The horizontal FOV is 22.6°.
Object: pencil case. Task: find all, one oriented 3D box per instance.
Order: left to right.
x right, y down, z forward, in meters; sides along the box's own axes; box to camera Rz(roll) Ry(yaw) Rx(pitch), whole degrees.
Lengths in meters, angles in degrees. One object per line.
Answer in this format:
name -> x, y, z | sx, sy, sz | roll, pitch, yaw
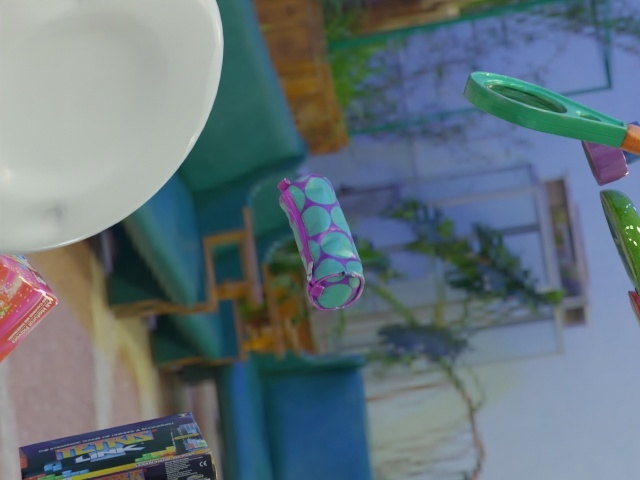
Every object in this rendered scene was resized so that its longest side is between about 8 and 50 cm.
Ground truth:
pencil case -> 0.000, 0.000, 1.793 | 0.064, 0.070, 0.151 | -48, -134, 35

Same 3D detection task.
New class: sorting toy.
sorting toy -> 0.397, 0.002, 1.806 | 0.127, 0.126, 0.365 | -102, 170, -54

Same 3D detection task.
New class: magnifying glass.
magnifying glass -> 0.233, -0.097, 1.352 | 0.092, 0.231, 0.026 | -70, 180, -71

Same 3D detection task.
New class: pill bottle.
pill bottle -> -0.184, -0.132, 0.753 | 0.283, 0.160, 0.160 | 43, -20, 38

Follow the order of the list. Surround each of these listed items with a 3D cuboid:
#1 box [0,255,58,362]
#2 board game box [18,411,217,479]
box -> -0.405, 0.093, 1.592 | 0.122, 0.257, 0.128 | 45, 2, 39
board game box -> -0.188, 0.211, 1.469 | 0.141, 0.170, 0.048 | -142, -138, -74
